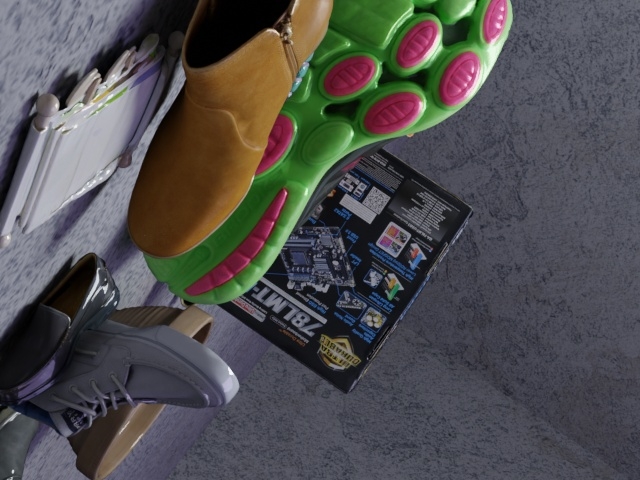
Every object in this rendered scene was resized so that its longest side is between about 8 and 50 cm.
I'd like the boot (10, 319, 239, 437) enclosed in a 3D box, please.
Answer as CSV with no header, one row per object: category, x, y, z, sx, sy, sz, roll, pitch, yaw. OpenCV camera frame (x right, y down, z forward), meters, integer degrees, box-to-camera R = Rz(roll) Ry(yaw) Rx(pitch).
boot,-0.199,0.145,1.221,0.258,0.095,0.123,6,-134,45

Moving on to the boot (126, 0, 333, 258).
boot,-0.093,-0.118,1.067,0.295,0.104,0.211,-56,172,2

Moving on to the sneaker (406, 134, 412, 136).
sneaker,0.018,-0.148,1.526,0.321,0.180,0.124,-59,174,34

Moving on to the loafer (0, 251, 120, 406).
loafer,-0.254,0.080,1.193,0.170,0.062,0.061,-57,154,-37

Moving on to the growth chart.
growth chart,-0.175,-0.087,0.999,0.172,0.021,0.237,-59,174,30

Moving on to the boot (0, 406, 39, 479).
boot,-0.279,0.277,1.294,0.189,0.208,0.076,-50,173,-48

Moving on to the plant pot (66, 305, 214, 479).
plant pot,-0.237,0.159,1.516,0.237,0.110,0.237,-55,174,-8

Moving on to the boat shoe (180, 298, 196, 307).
boat shoe,-0.161,0.046,1.859,0.135,0.050,0.045,-58,180,24

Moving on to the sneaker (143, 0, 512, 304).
sneaker,-0.008,-0.139,1.387,0.483,0.185,0.202,-39,-165,6

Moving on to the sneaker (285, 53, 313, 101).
sneaker,-0.027,-0.218,1.236,0.223,0.083,0.098,-60,179,33

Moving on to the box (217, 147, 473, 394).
box,0.000,0.000,1.676,0.293,0.295,0.073,-57,173,3
